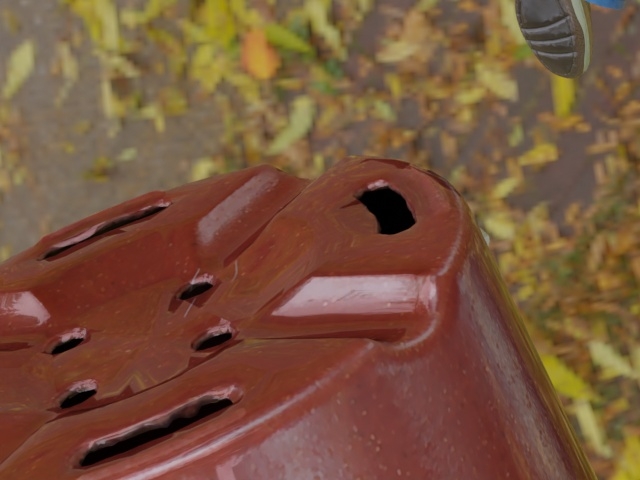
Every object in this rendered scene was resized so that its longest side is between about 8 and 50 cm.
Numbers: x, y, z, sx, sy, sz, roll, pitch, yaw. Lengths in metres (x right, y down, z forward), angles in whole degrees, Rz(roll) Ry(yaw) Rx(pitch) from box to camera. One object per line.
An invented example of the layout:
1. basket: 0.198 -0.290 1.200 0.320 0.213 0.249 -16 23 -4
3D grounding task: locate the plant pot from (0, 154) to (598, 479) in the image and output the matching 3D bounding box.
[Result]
1. plant pot: -0.009 0.133 0.599 0.272 0.272 0.265 2 121 46

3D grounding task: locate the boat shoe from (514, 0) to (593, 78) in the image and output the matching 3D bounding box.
1. boat shoe: 0.205 -0.228 1.699 0.068 0.072 0.190 16 141 36

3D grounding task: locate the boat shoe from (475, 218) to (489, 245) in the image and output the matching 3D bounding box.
1. boat shoe: 0.000 0.000 1.295 0.084 0.233 0.079 110 148 -49

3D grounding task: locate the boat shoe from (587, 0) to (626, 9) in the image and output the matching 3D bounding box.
1. boat shoe: 0.065 -0.216 0.997 0.258 0.109 0.089 38 106 10
